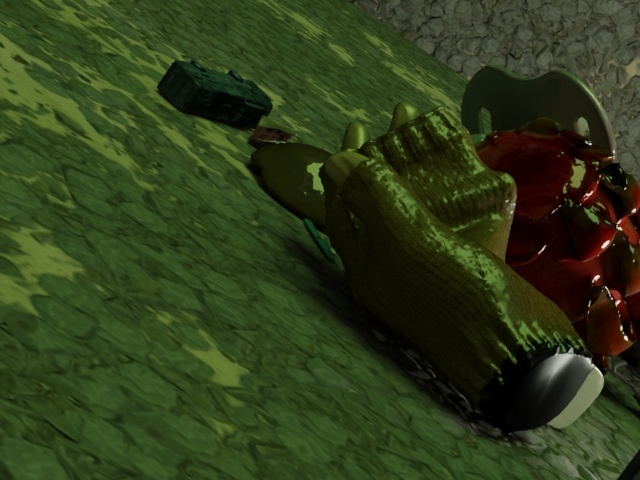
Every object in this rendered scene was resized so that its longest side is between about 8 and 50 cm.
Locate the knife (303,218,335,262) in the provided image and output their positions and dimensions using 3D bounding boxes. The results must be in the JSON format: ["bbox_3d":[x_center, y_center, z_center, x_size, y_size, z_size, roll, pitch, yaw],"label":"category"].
[{"bbox_3d":[0.000,0.000,1.473,0.014,0.005,0.091,24,17,-27],"label":"knife"}]

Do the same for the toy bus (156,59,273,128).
[{"bbox_3d":[-0.121,-0.170,1.691,0.065,0.047,0.166,46,20,26],"label":"toy bus"}]

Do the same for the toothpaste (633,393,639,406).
[{"bbox_3d":[0.420,0.238,1.550,0.062,0.039,0.239,29,12,-35],"label":"toothpaste"}]

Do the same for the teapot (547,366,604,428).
[{"bbox_3d":[0.200,0.101,1.441,0.107,0.077,0.200,35,10,-43],"label":"teapot"}]

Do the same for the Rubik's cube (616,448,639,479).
[{"bbox_3d":[0.409,0.223,1.136,0.259,0.260,0.255,21,17,-48],"label":"Rubik's cube"}]

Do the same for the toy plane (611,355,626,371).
[{"bbox_3d":[0.434,0.134,1.718,0.174,0.174,0.080,42,-9,30],"label":"toy plane"}]

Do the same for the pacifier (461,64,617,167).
[{"bbox_3d":[0.327,-0.155,2.284,0.273,0.220,0.332,20,-4,-40],"label":"pacifier"}]

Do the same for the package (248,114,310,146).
[{"bbox_3d":[-0.042,-0.113,1.701,0.083,0.029,0.059,32,38,-8],"label":"package"}]

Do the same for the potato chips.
[{"bbox_3d":[0.024,-0.054,1.597,0.208,0.062,0.195,35,12,12],"label":"potato chips"}]

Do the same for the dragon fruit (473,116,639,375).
[{"bbox_3d":[0.269,0.018,1.599,0.307,0.227,0.243,53,8,23],"label":"dragon fruit"}]

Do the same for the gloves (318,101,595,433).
[{"bbox_3d":[0.107,0.020,1.337,0.203,0.155,0.356,6,48,-46],"label":"gloves"}]
